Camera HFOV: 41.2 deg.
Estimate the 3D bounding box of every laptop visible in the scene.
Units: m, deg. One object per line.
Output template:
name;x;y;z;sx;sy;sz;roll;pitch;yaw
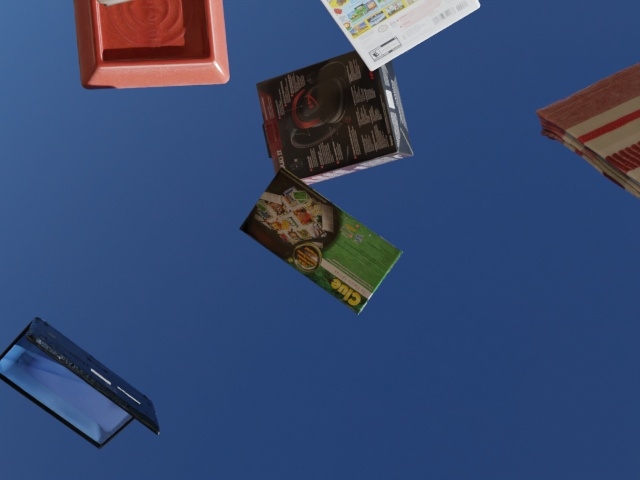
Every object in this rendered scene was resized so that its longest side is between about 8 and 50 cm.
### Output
laptop;-0.384;0.240;1.302;0.137;0.234;0.264;-52;-166;-6

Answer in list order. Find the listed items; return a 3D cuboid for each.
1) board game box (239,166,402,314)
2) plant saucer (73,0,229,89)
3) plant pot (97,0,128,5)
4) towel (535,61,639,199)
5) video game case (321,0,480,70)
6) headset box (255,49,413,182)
board game box;0.000;0.000;1.490;0.259;0.030;0.136;36;-87;5
plant saucer;-0.295;-0.400;1.479;0.048;0.259;0.259;172;-87;-76
plant pot;-0.237;-0.399;1.147;0.165;0.167;0.167;-16;-131;8
towel;0.414;-0.102;0.879;0.237;0.037;0.329;-25;-141;-9
video game case;0.133;-0.422;1.465;0.227;0.206;0.026;-28;-135;17
headset box;0.013;-0.238;1.701;0.293;0.110;0.218;-15;-94;23
